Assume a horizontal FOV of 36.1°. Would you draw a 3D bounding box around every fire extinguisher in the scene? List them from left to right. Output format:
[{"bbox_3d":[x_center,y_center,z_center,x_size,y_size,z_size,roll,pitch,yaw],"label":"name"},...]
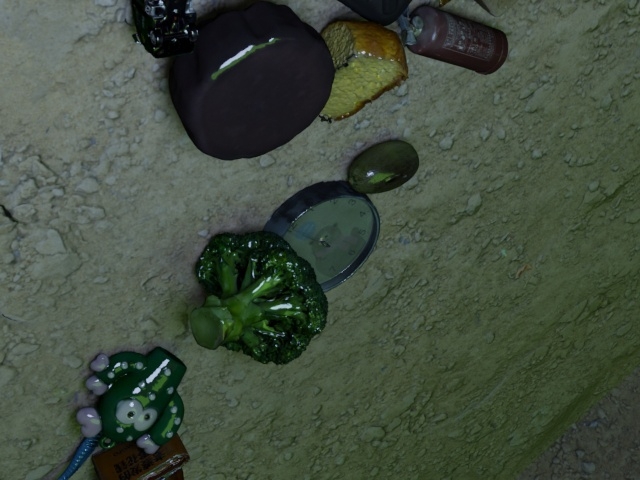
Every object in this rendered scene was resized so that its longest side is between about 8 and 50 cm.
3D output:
[{"bbox_3d":[0.239,-0.393,1.883,0.268,0.105,0.105,6,122,-40],"label":"fire extinguisher"}]

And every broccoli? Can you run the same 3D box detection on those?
[{"bbox_3d":[-0.144,0.118,1.904,0.297,0.297,0.298,-19,139,-52],"label":"broccoli"}]

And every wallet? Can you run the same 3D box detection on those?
[{"bbox_3d":[-0.393,0.476,2.139,0.195,0.161,0.042,-30,126,-12],"label":"wallet"}]

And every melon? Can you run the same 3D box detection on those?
[{"bbox_3d":[0.127,-0.148,2.014,0.162,0.099,0.099,-23,137,-19],"label":"melon"}]

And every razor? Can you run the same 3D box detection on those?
[{"bbox_3d":[-0.536,0.483,2.131,0.253,0.042,0.082,-46,138,7],"label":"razor"}]

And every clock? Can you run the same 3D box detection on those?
[{"bbox_3d":[0.000,0.000,2.084,0.280,0.055,0.281,-21,136,-21],"label":"clock"}]

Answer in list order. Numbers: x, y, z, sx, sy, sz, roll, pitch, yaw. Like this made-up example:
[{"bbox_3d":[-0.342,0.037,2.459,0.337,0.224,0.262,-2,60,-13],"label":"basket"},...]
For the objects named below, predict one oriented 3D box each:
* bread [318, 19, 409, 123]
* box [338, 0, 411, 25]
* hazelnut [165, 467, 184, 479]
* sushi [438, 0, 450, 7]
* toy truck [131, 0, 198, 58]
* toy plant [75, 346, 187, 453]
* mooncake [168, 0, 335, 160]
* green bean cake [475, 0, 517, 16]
[{"bbox_3d":[0.058,-0.323,1.771,0.129,0.134,0.260,13,155,-27],"label":"bread"},{"bbox_3d":[0.106,-0.532,1.666,0.289,0.073,0.290,23,110,-44],"label":"box"},{"bbox_3d":[-0.389,0.580,2.222,0.210,0.186,0.210,-17,118,-34],"label":"hazelnut"},{"bbox_3d":[0.236,-0.490,1.819,0.060,0.061,0.118,-10,110,-23],"label":"sushi"},{"bbox_3d":[-0.237,-0.413,1.484,0.088,0.121,0.259,-14,133,-28],"label":"toy truck"},{"bbox_3d":[-0.387,0.335,2.052,0.232,0.112,0.243,10,104,-30],"label":"toy plant"},{"bbox_3d":[-0.121,-0.274,1.661,0.283,0.141,0.283,-23,148,-15],"label":"mooncake"},{"bbox_3d":[0.356,-0.524,1.854,0.179,0.085,0.109,-46,141,8],"label":"green bean cake"}]
